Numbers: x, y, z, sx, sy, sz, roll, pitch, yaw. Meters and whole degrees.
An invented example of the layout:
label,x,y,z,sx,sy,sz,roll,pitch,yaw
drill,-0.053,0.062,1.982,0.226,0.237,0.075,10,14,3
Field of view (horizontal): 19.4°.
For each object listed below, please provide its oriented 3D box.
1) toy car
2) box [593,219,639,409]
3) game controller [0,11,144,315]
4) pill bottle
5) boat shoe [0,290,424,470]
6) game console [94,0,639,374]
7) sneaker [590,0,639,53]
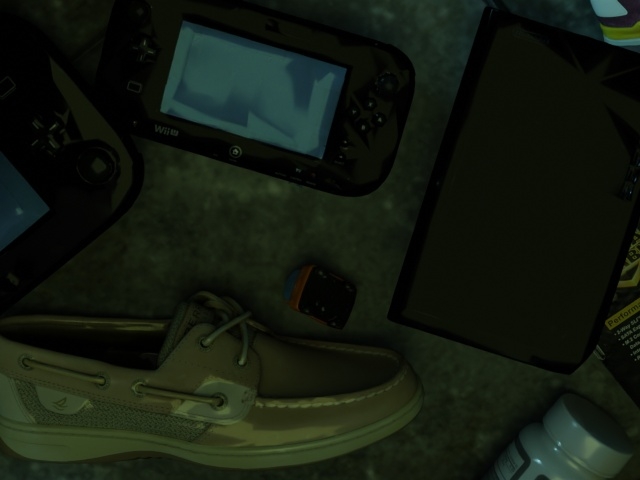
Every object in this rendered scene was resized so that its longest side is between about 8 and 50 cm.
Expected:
label,x,y,z,sx,sy,sz,roll,pitch,yaw
toy car,0.000,0.000,1.292,0.040,0.060,0.122,13,97,41
box,0.334,0.006,1.262,0.322,0.079,0.257,-37,105,14
game controller,-0.275,-0.010,1.263,0.319,0.067,0.166,-38,107,13
pill bottle,0.156,0.180,1.330,0.078,0.078,0.137,34,108,-12
boat shoe,-0.081,0.091,1.283,0.302,0.109,0.098,-1,113,7
game console,0.030,-0.061,1.199,0.361,0.044,0.213,17,98,2
sneaker,0.263,-0.178,1.192,0.185,0.069,0.084,-16,116,6
